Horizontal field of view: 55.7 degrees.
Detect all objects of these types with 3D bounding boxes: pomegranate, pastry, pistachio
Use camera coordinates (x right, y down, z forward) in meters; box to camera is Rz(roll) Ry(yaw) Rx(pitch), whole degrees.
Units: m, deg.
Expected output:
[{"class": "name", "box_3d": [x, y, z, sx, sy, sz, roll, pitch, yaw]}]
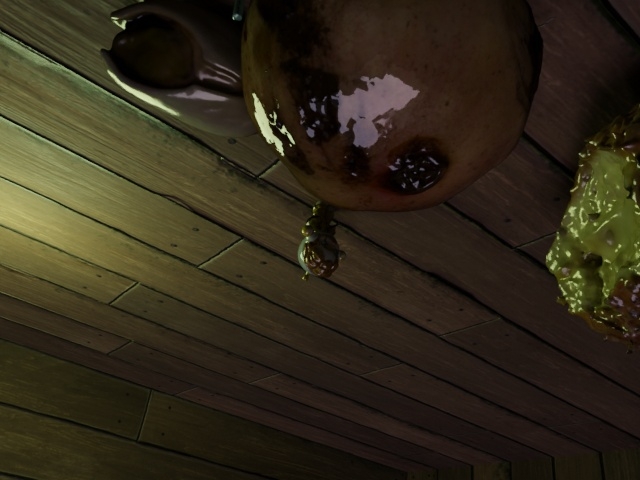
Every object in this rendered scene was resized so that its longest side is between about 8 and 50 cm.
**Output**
[{"class": "pomegranate", "box_3d": [0.071, -0.176, 0.636, 0.322, 0.322, 0.322, 6, 148, 4]}, {"class": "pastry", "box_3d": [0.502, -0.014, 0.780, 0.337, 0.292, 0.405, -4, 138, 0]}, {"class": "pistachio", "box_3d": [-0.151, -0.213, 0.758, 0.238, 0.138, 0.153, 21, -179, -18]}]

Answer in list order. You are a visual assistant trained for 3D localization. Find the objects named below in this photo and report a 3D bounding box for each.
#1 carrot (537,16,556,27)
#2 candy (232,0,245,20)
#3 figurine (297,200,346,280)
[{"class": "carrot", "box_3d": [0.183, -0.188, 0.792, 0.078, 0.078, 0.298, 22, 140, -21]}, {"class": "candy", "box_3d": [-0.068, -0.276, 0.577, 0.058, 0.194, 0.062, 17, 147, -21]}, {"class": "figurine", "box_3d": [-0.003, -0.003, 1.044, 0.068, 0.143, 0.101, -20, 162, 36]}]
